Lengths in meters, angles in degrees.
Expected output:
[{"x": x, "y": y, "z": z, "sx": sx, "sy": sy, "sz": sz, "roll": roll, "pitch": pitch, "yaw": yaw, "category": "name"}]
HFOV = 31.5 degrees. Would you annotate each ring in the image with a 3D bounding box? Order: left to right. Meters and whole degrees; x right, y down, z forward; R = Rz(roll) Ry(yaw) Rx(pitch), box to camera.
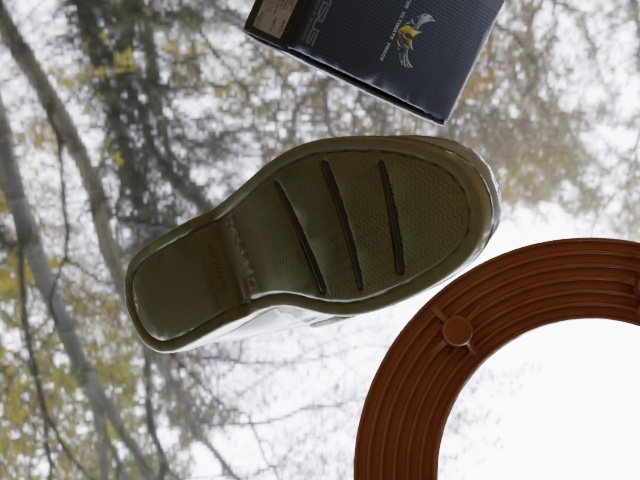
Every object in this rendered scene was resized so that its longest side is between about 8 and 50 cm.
[{"x": 0.191, "y": 0.163, "z": 0.782, "sx": 0.336, "sy": 0.032, "sz": 0.337, "roll": 0, "pitch": -95, "yaw": 2, "category": "ring"}]

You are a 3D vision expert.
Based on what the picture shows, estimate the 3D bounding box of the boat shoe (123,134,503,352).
[{"x": 0.000, "y": 0.000, "z": 0.751, "sx": 0.302, "sy": 0.113, "sz": 0.103, "roll": -16, "pitch": 177, "yaw": 40, "category": "boat shoe"}]

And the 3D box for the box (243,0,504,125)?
[{"x": 0.068, "y": -0.219, "z": 0.826, "sx": 0.183, "sy": 0.233, "sz": 0.059, "roll": 18, "pitch": -169, "yaw": -45, "category": "box"}]
